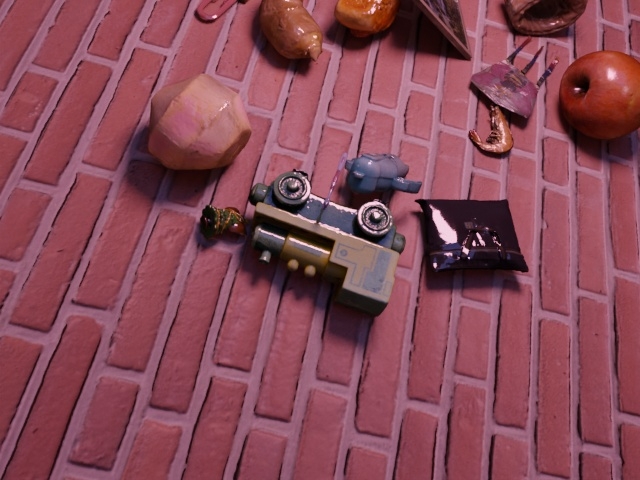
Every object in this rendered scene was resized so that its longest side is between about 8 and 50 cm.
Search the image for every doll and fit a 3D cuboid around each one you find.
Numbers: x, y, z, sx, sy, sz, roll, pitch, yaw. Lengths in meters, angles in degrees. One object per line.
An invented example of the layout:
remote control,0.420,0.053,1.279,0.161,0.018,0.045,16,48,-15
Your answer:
doll,-0.208,-0.050,1.375,0.113,0.077,0.078,-12,59,-21

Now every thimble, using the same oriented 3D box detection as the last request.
thimble,0.683,-0.740,1.889,0.229,0.196,0.148,-14,61,12

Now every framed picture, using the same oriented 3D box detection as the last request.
framed picture,0.332,-0.685,1.758,0.324,0.020,0.241,26,51,-44

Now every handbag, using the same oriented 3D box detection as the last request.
handbag,0.367,-0.012,1.499,0.254,0.089,0.211,0,59,-14

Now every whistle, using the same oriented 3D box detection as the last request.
whistle,0.140,-0.164,1.462,0.186,0.093,0.274,25,20,23

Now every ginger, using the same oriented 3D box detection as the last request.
ginger,-0.083,-0.581,1.640,0.138,0.152,0.267,-16,86,-49

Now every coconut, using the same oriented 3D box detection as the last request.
coconut,-0.284,-0.263,1.396,0.236,0.197,0.237,5,68,-13

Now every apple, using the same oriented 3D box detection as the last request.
apple,0.804,-0.408,1.734,0.253,0.253,0.254,6,63,-12

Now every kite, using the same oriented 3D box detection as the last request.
kite,0.592,-0.486,1.821,0.204,0.022,0.360,39,57,12

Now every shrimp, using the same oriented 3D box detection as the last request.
shrimp,0.463,-0.312,1.707,0.124,0.034,0.178,-5,68,-9

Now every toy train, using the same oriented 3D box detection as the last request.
toy train,0.000,0.000,1.372,0.368,0.150,0.237,20,67,-2

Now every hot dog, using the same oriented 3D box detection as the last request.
hot dog,0.143,-0.675,1.733,0.150,0.153,0.257,27,76,13

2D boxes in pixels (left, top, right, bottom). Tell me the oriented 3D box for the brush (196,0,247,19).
brush,-0.255,-0.681,1.696,0.103,0.047,0.233,33,61,3

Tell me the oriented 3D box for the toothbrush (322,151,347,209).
toothbrush,0.033,-0.135,1.353,0.013,0.019,0.193,21,48,0
